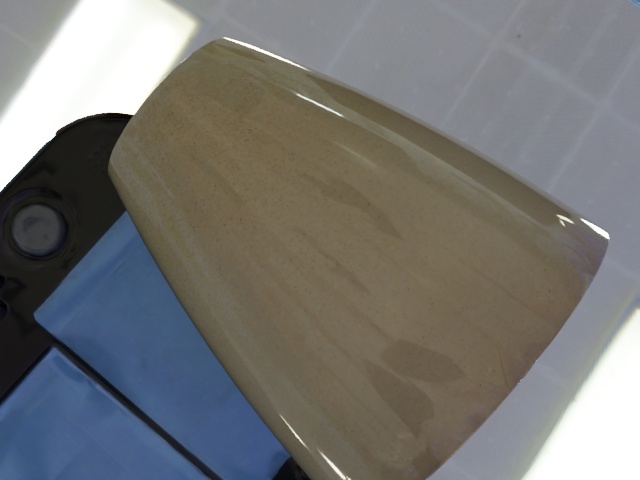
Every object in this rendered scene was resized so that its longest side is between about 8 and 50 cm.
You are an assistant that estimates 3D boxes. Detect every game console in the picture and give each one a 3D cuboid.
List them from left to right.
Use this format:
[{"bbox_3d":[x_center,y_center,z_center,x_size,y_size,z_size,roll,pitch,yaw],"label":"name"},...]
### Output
[{"bbox_3d":[-0.138,0.130,0.717,0.386,0.060,0.342,43,-101,-8],"label":"game console"}]

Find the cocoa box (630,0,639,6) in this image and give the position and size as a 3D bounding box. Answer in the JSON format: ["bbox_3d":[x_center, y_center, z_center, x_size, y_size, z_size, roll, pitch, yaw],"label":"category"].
[{"bbox_3d":[0.269,-0.371,0.823,0.347,0.228,0.231,35,-64,12],"label":"cocoa box"}]

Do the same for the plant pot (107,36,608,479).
[{"bbox_3d":[0.000,0.000,0.612,0.274,0.256,0.256,41,-92,2],"label":"plant pot"}]
